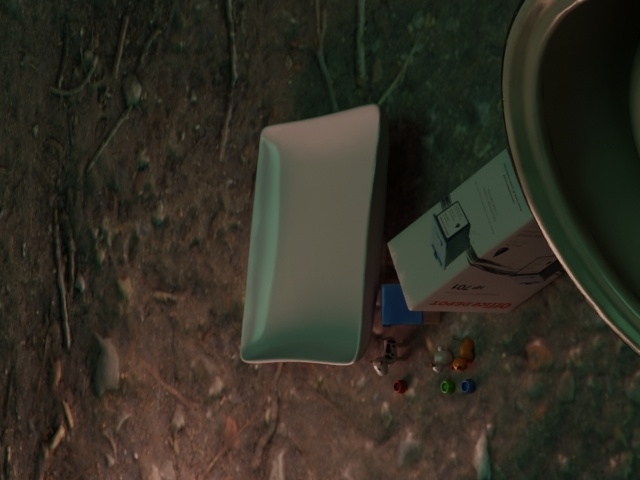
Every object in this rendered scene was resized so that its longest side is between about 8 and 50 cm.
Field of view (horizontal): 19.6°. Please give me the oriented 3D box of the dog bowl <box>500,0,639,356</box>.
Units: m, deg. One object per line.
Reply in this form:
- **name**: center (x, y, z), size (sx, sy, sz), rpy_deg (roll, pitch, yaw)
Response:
- **dog bowl**: center (0.333, -0.066, 1.445), size (0.408, 0.150, 0.408), rpy_deg (40, 147, 32)

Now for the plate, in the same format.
- **plate**: center (0.000, 0.000, 2.036), size (0.278, 0.045, 0.277), rpy_deg (-6, 77, 62)

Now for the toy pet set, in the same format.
- **toy pet set**: center (0.095, 0.103, 1.920), size (0.122, 0.065, 0.114), rpy_deg (-8, 80, 51)

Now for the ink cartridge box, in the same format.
- **ink cartridge box**: center (0.178, -0.007, 1.764), size (0.191, 0.140, 0.082), rpy_deg (-42, 57, 42)
